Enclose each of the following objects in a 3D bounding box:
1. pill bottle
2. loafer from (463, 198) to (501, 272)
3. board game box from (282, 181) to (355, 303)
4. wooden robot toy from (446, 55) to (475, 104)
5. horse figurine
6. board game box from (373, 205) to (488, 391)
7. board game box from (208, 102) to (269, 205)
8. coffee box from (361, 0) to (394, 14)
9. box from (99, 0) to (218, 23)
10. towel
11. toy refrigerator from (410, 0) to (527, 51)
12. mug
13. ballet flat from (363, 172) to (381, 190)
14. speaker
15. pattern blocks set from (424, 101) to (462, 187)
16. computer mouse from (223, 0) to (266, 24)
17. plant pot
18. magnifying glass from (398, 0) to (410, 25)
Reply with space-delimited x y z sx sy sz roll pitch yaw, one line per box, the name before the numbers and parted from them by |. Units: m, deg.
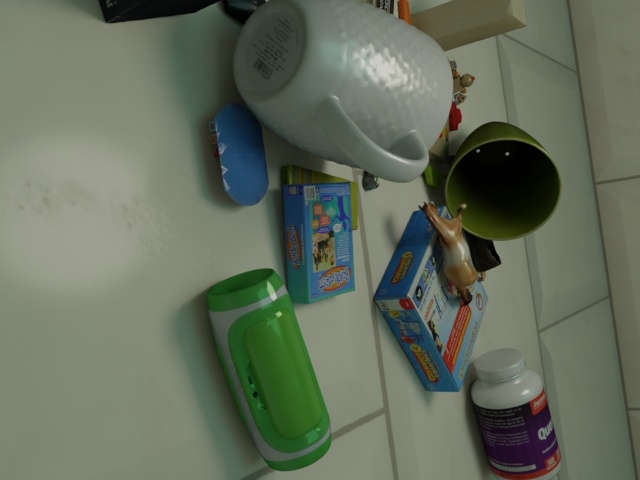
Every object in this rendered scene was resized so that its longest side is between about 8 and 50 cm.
pill bottle | 0.491 0.447 1.796 0.181 0.181 0.323 -34 111 -53
loafer | 0.442 -0.021 1.918 0.080 0.078 0.220 -40 116 -51
board game box | 0.000 0.000 1.291 0.160 0.047 0.210 -8 97 -56
wooden robot toy | 0.381 -0.444 1.922 0.173 0.079 0.076 53 44 -35
horse figurine | 0.306 0.027 1.574 0.174 0.066 0.263 -21 97 -60
board game box | 0.266 0.133 1.628 0.302 0.086 0.308 60 40 -28
board game box | -0.139 -0.138 1.159 0.133 0.033 0.168 -12 96 -62
coffee box | 0.021 -0.502 1.387 0.297 0.119 0.168 27 60 -49
box | -0.181 -0.501 0.917 0.179 0.312 0.343 -28 107 -47
towel | 0.003 -0.078 1.360 0.237 0.021 0.102 7 82 -55
toy refrigerator | 0.359 -0.546 1.746 0.102 0.270 0.094 0 82 -54
mug | 0.047 -0.241 1.187 0.328 0.276 0.374 8 43 -49
ballet flat | 0.123 -0.158 1.527 0.041 0.041 0.114 41 51 -43
speaker | -0.077 0.199 1.091 0.131 0.131 0.296 -34 111 -53
pattern blocks set | 0.284 -0.275 1.781 0.325 0.026 0.285 29 63 -55
computer mouse | -0.162 -0.424 1.178 0.242 0.041 0.071 17 70 -52
plant pot | 0.457 -0.189 1.820 0.293 0.275 0.274 -74 142 -59
magnifying glass | 0.213 -0.480 1.744 0.092 0.026 0.231 6 80 -54
